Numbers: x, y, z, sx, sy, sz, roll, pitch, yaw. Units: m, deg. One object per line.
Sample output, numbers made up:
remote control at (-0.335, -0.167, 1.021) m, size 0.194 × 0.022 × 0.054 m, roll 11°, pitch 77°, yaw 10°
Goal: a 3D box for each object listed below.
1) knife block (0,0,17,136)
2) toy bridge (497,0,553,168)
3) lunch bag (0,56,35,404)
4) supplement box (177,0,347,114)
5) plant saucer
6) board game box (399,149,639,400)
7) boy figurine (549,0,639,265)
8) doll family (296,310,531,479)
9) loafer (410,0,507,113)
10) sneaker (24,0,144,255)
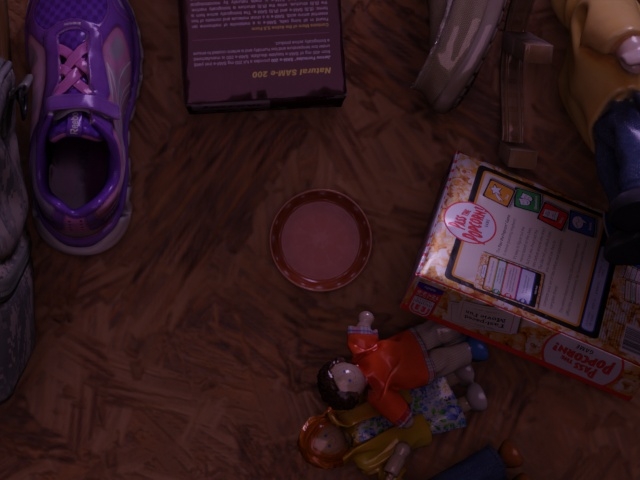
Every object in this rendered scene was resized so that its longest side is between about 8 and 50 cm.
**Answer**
knife block at (-0.298, -0.229, 1.520) m, size 0.088 × 0.242 × 0.276 m, roll -4°, pitch 133°, yaw -1°
toy bridge at (0.164, -0.155, 1.524) m, size 0.026 × 0.063 × 0.188 m, roll 2°, pitch 106°, yaw -13°
lunch bag at (-0.366, -0.017, 1.414) m, size 0.305 × 0.212 × 0.256 m, roll 2°, pitch 102°, yaw 0°
supplement box at (-0.050, -0.224, 1.521) m, size 0.130 × 0.073 × 0.239 m, roll -3°, pitch 87°, yaw -1°
plant saucer at (0.000, 0.000, 1.545) m, size 0.083 × 0.013 × 0.084 m, roll 0°, pitch 88°, yaw -2°
board game box at (0.173, 0.025, 1.493) m, size 0.193 × 0.045 × 0.147 m, roll 23°, pitch 47°, yaw -1°
boy figurine at (0.235, -0.120, 1.488) m, size 0.092 × 0.177 × 0.285 m, roll -6°, pitch 58°, yaw 1°
doll family at (0.074, 0.186, 1.486) m, size 0.163 × 0.118 × 0.263 m, roll -21°, pitch 76°, yaw -20°
loafer at (0.109, -0.232, 1.518) m, size 0.092 × 0.102 × 0.269 m, roll 15°, pitch 78°, yaw 0°
sneaker at (-0.189, -0.108, 1.498) m, size 0.095 × 0.104 × 0.236 m, roll -2°, pitch 87°, yaw 0°
